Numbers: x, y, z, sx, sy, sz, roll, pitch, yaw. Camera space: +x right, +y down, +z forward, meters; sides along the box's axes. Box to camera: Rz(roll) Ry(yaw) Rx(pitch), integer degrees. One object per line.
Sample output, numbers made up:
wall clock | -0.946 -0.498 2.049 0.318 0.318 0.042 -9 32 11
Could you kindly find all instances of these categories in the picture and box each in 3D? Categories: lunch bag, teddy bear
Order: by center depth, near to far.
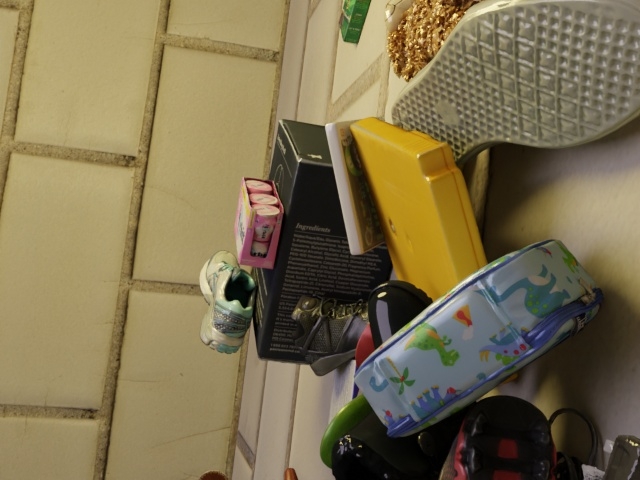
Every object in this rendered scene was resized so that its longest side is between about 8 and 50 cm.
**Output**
lunch bag | 0.152 0.091 0.663 0.219 0.176 0.090 -42 72 25
teddy bear | 0.177 -0.333 1.035 0.338 0.113 0.245 -109 32 -62

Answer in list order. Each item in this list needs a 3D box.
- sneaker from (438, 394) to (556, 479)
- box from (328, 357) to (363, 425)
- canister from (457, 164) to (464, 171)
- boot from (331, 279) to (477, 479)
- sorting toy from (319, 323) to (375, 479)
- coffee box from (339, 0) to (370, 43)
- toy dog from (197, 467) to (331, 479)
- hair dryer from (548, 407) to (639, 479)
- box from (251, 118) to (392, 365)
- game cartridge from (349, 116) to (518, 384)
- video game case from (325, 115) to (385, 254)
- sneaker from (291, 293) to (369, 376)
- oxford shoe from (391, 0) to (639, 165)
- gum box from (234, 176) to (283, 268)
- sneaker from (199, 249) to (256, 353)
sneaker | 0.153 0.288 0.653 0.135 0.097 0.276 83 -161 -71
box | 0.069 0.270 1.227 0.137 0.072 0.126 155 122 -75
canister | 0.160 -0.146 1.080 0.170 0.073 0.126 -98 19 -54
boot | 0.083 0.180 0.777 0.094 0.207 0.246 -26 87 37
sorting toy | 0.092 0.268 0.947 0.126 0.127 0.365 34 113 41
coffee box | 0.089 -0.584 1.698 0.113 0.040 0.184 -97 19 -48
toy dog | -0.106 0.369 0.901 0.220 0.333 0.161 -56 39 16
hair dryer | 0.234 0.294 0.576 0.223 0.080 0.293 70 -151 -79
box | 0.000 0.000 1.371 0.293 0.212 0.395 -111 30 -65
game cartridge | 0.135 -0.006 0.895 0.324 0.052 0.285 -130 19 -70
video game case | 0.073 -0.088 1.061 0.173 0.022 0.190 -23 -77 -58
sneaker | 0.036 0.131 1.193 0.227 0.130 0.087 -36 8 33
oxford shoe | 0.212 -0.179 0.757 0.169 0.130 0.449 56 167 -6
gum box | -0.114 -0.034 1.272 0.188 0.062 0.107 -113 33 -65
sneaker | -0.172 0.097 1.423 0.122 0.110 0.283 -57 26 25
